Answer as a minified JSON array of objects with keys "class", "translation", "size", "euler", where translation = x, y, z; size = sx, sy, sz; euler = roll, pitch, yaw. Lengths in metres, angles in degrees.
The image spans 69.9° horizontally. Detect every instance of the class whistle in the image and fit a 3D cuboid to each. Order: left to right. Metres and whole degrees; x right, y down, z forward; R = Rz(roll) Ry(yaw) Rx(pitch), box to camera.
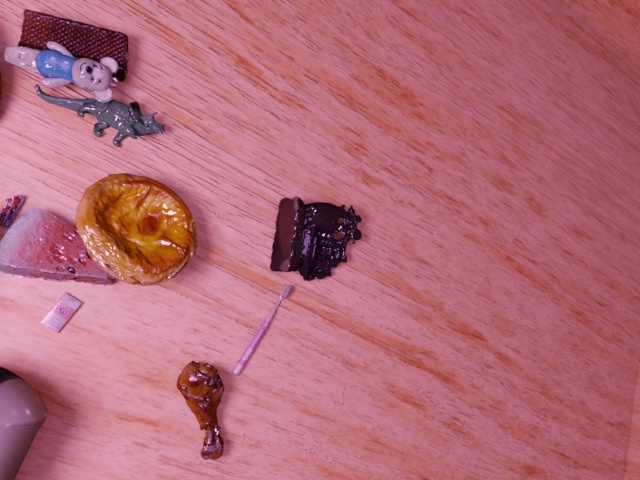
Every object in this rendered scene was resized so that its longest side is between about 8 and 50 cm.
[{"class":"whistle","translation":[-0.604,-0.406,1.077],"size":[0.236,0.077,0.113],"euler":[11,87,-21]}]

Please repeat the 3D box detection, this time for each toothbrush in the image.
[{"class":"toothbrush","translation":[-0.156,0.241,1.259],"size":[0.020,0.025,0.286],"euler":[37,68,-15]}]

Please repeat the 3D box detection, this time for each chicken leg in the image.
[{"class":"chicken leg","translation":[-0.287,0.420,1.142],"size":[0.108,0.087,0.251],"euler":[-9,92,-9]}]

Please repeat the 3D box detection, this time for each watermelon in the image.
[{"class":"watermelon","translation":[-0.592,0.037,1.065],"size":[0.241,0.094,0.154],"euler":[25,62,-21]}]

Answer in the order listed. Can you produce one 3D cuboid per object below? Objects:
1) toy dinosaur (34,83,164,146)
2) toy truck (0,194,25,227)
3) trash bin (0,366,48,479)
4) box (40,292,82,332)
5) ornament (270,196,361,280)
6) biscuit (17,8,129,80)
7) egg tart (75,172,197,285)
[{"class":"toy dinosaur","translation":[-0.542,-0.303,1.145],"size":[0.292,0.079,0.119],"euler":[0,76,-26]},{"class":"toy truck","translation":[-0.712,-0.071,1.050],"size":[0.032,0.024,0.083],"euler":[31,70,-42]},{"class":"trash bin","translation":[-0.708,0.437,0.829],"size":[0.281,0.280,0.431],"euler":[22,75,-20]},{"class":"box","translation":[-0.603,0.168,1.067],"size":[0.046,0.012,0.083],"euler":[38,69,-14]},{"class":"ornament","translation":[0.000,0.000,1.344],"size":[0.261,0.106,0.250],"euler":[14,82,-32]},{"class":"biscuit","translation":[-0.614,-0.484,1.144],"size":[0.252,0.070,0.106],"euler":[6,78,-24]},{"class":"egg tart","translation":[-0.439,-0.022,1.099],"size":[0.295,0.116,0.294],"euler":[20,54,-31]}]
